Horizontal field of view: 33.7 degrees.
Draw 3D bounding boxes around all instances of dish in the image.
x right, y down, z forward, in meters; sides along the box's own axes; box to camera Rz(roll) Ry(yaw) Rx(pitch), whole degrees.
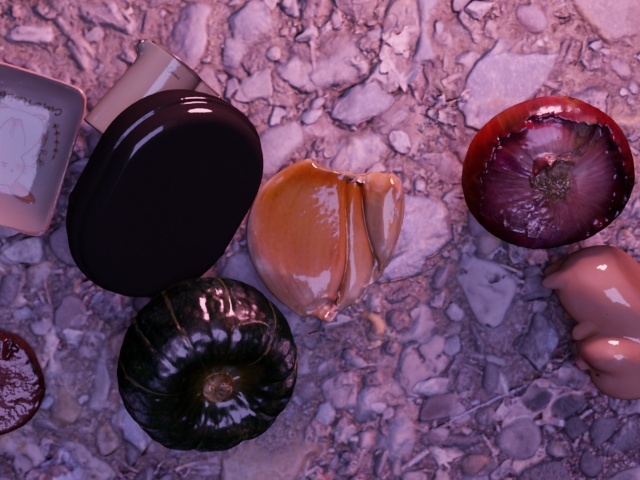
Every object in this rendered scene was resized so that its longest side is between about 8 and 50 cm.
[{"bbox_3d":[-0.416,-0.127,1.436,0.151,0.077,0.212,17,94,-14],"label":"dish"}]

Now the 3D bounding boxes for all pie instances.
[{"bbox_3d":[-0.463,0.203,1.492,0.155,0.036,0.154,-1,98,-10],"label":"pie"}]

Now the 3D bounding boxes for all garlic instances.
[{"bbox_3d":[0.000,0.000,1.518,0.217,0.110,0.228,13,84,0],"label":"garlic"}]

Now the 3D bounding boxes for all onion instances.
[{"bbox_3d":[0.329,-0.098,1.535,0.248,0.161,0.248,0,97,0],"label":"onion"}]

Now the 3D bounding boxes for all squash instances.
[{"bbox_3d":[-0.153,0.171,1.456,0.252,0.165,0.252,-10,126,-14],"label":"squash"}]

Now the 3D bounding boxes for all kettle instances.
[{"bbox_3d":[-0.231,-0.184,1.450,0.127,0.098,0.148,38,86,8],"label":"kettle"}]

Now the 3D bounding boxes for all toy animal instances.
[{"bbox_3d":[0.445,0.124,1.593,0.154,0.166,0.250,-21,99,22],"label":"toy animal"}]

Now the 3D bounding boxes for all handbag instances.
[{"bbox_3d":[-0.207,-0.060,1.425,0.254,0.093,0.308,16,111,-45],"label":"handbag"}]
